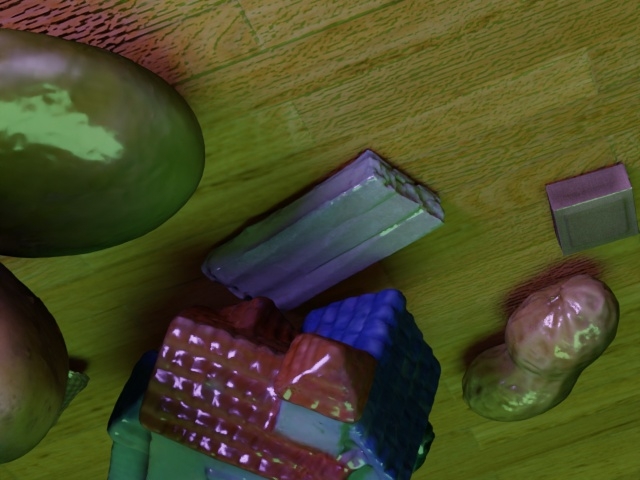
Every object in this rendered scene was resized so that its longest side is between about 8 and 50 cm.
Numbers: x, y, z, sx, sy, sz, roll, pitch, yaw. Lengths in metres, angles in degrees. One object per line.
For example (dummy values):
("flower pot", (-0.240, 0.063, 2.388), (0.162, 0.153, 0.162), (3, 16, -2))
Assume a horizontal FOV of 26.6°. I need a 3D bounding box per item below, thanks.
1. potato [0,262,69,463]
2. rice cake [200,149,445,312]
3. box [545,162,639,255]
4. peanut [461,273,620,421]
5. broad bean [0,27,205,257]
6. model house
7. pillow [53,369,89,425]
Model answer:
("potato", (-0.289, 0.075, 1.068), (0.191, 0.296, 0.141), (32, 86, -17))
("rice cake", (0.000, 0.000, 1.281), (0.211, 0.038, 0.124), (-34, 137, 27))
("box", (0.265, -0.028, 1.315), (0.079, 0.035, 0.083), (-16, 142, 6))
("peanut", (0.235, 0.120, 1.445), (0.103, 0.098, 0.229), (37, 132, 7))
("broad bean", (-0.236, -0.073, 1.062), (0.291, 0.119, 0.238), (8, 144, -19))
("model house", (-0.037, 0.140, 1.268), (0.294, 0.252, 0.329), (19, 140, 8))
("pillow", (-0.354, 0.150, 1.383), (0.211, 0.034, 0.135), (18, 135, -30))
